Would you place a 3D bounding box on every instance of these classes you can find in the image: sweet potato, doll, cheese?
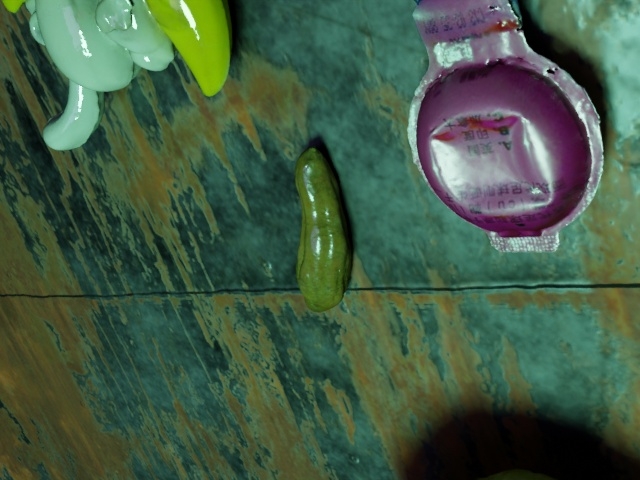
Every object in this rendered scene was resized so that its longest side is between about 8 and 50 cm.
[{"bbox_3d":[0.002,0.000,0.781,0.053,0.054,0.182,13,125,22],"label":"sweet potato"},{"bbox_3d":[-0.189,-0.211,0.749,0.237,0.111,0.252,-5,116,24],"label":"doll"},{"bbox_3d":[0.120,-0.100,0.605,0.155,0.062,0.244,-4,115,40],"label":"cheese"}]

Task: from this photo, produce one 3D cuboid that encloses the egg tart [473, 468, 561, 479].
[{"bbox_3d":[0.200,0.325,0.779,0.351,0.150,0.352,22,136,23],"label":"egg tart"}]
